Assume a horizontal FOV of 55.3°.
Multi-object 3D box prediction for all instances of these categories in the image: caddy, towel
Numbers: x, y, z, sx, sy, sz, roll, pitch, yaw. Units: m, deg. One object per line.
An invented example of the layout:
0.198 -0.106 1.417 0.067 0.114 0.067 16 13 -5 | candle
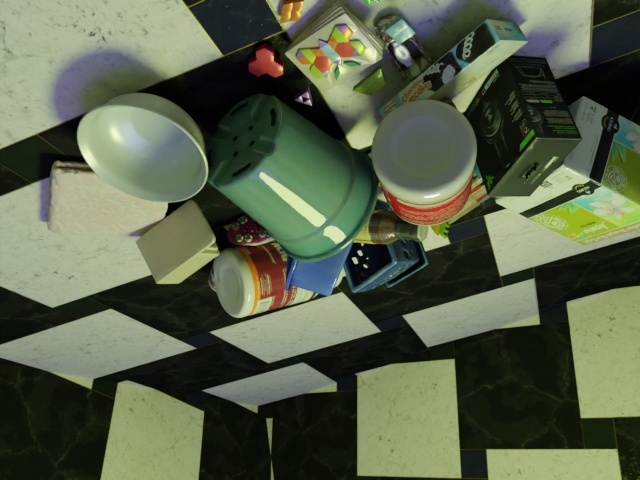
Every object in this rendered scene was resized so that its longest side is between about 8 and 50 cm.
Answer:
0.000 0.000 1.760 0.179 0.341 0.241 22 180 5 | caddy
-0.587 -0.108 1.706 0.317 0.053 0.332 2 151 -25 | towel

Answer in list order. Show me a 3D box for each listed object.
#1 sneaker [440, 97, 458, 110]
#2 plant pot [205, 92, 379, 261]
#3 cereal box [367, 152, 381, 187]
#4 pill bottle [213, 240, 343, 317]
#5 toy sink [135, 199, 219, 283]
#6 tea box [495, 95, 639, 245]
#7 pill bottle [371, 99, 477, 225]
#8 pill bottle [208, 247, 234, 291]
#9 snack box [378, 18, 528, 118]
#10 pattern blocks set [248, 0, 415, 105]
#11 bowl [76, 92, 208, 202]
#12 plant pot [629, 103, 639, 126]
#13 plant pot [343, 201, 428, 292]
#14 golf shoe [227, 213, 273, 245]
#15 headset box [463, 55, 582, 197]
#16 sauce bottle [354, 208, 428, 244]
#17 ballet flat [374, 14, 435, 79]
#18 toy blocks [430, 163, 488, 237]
0.308 -0.295 1.520 0.066 0.071 0.188 -32 175 7 | sneaker
-0.088 -0.168 1.516 0.341 0.341 0.334 -27 140 27 | plant pot
0.258 -0.237 1.771 0.240 0.047 0.173 -22 152 21 | cereal box
-0.132 0.106 2.022 0.392 0.224 0.224 -11 157 -36 | pill bottle
-0.403 0.006 1.831 0.234 0.152 0.131 -36 165 15 | toy sink
0.723 -0.173 1.673 0.324 0.219 0.329 24 163 -8 | tea box
0.257 -0.164 1.492 0.229 0.228 0.408 -15 167 8 | pill bottle
-0.326 0.101 2.134 0.108 0.107 0.180 1 150 -21 | pill bottle
0.306 -0.383 1.422 0.322 0.060 0.187 -35 172 38 | snack box
0.025 -0.405 1.306 0.285 0.026 0.325 26 139 -24 | pattern blocks set
-0.389 -0.235 1.409 0.298 0.134 0.297 7 142 5 | bowl
0.979 -0.300 1.717 0.196 0.290 0.290 20 152 8 | plant pot
0.217 0.028 2.070 0.212 0.235 0.236 4 150 -40 | plant pot
-0.140 -0.038 1.939 0.306 0.115 0.140 -16 155 12 | golf shoe
0.496 -0.273 1.537 0.131 0.283 0.246 -2 152 -16 | headset box
0.166 -0.042 1.892 0.345 0.111 0.111 6 165 35 | sauce bottle
0.197 -0.414 1.386 0.091 0.077 0.241 -29 148 26 | ballet flat
0.423 -0.159 1.839 0.261 0.190 0.381 -35 163 16 | toy blocks
